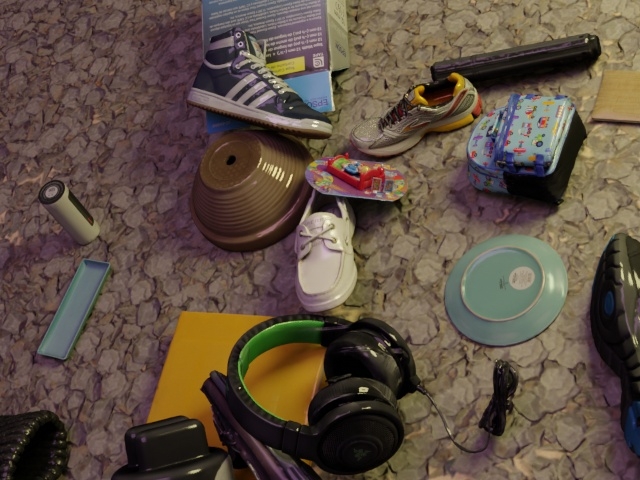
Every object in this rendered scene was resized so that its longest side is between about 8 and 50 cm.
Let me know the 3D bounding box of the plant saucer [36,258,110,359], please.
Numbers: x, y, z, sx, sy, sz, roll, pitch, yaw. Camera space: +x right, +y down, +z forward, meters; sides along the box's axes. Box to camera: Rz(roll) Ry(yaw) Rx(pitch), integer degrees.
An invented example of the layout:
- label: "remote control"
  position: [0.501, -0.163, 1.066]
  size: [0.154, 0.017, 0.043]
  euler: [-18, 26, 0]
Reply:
- label: "plant saucer"
  position: [-0.430, 0.121, 1.967]
  size: [0.067, 0.018, 0.192]
  euler: [8, 65, 29]

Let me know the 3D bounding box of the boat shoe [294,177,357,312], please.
- label: "boat shoe"
  position: [0.000, 0.000, 1.734]
  size: [0.098, 0.096, 0.277]
  euler: [-12, 34, 10]

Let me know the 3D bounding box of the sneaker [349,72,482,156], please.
- label: "sneaker"
  position: [0.150, -0.216, 1.856]
  size: [0.225, 0.092, 0.088]
  euler: [-24, 53, 11]

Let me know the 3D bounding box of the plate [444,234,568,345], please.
- label: "plate"
  position: [0.272, 0.068, 1.662]
  size: [0.188, 0.024, 0.188]
  euler: [-13, 55, 19]

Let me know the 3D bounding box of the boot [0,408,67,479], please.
- label: "boot"
  position: [-0.563, 0.424, 1.764]
  size: [0.260, 0.131, 0.348]
  euler: [-2, 59, 25]

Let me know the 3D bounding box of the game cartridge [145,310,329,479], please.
- label: "game cartridge"
  position: [-0.132, 0.268, 1.716]
  size: [0.285, 0.052, 0.323]
  euler: [2, 64, 27]

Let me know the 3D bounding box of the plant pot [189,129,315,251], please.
- label: "plant pot"
  position: [-0.132, -0.108, 1.912]
  size: [0.237, 0.110, 0.237]
  euler: [-13, 55, 19]

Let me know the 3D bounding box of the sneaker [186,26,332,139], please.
- label: "sneaker"
  position: [-0.091, -0.270, 1.904]
  size: [0.282, 0.099, 0.153]
  euler: [18, 91, 25]

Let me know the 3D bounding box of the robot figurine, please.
- label: "robot figurine"
  position: [-0.196, 0.388, 1.540]
  size: [0.174, 0.209, 0.278]
  euler: [-10, 91, 15]

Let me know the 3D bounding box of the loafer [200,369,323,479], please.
- label: "loafer"
  position: [-0.092, 0.308, 1.579]
  size: [0.095, 0.109, 0.302]
  euler: [-46, 57, 0]

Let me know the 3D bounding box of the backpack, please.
- label: "backpack"
  position: [0.304, -0.148, 1.727]
  size: [0.173, 0.117, 0.158]
  euler: [10, 64, 33]

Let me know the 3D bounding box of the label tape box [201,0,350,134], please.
- label: "label tape box"
  position: [-0.082, -0.363, 2.037]
  size: [0.249, 0.115, 0.347]
  euler: [-9, 75, 20]

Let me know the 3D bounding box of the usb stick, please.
- label: "usb stick"
  position: [0.318, -0.296, 1.840]
  size: [0.278, 0.077, 0.045]
  euler: [-8, 86, 21]

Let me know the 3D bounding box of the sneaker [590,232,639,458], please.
- label: "sneaker"
  position: [0.453, 0.139, 1.494]
  size: [0.140, 0.125, 0.340]
  euler: [0, 54, -6]

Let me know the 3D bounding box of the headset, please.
- label: "headset"
  position: [0.066, 0.195, 1.547]
  size: [0.394, 0.185, 0.243]
  euler: [14, 37, 5]

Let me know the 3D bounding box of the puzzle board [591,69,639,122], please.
- label: "puzzle board"
  position: [0.498, -0.223, 1.747]
  size: [0.128, 0.011, 0.096]
  euler: [8, 63, 29]

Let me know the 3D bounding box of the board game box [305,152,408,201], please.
- label: "board game box"
  position: [0.061, -0.114, 1.810]
  size: [0.169, 0.033, 0.133]
  euler: [7, 31, -3]

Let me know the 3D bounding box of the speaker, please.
- label: "speaker"
  position: [-0.451, -0.049, 2.009]
  size: [0.055, 0.136, 0.055]
  euler: [-10, 54, 15]
